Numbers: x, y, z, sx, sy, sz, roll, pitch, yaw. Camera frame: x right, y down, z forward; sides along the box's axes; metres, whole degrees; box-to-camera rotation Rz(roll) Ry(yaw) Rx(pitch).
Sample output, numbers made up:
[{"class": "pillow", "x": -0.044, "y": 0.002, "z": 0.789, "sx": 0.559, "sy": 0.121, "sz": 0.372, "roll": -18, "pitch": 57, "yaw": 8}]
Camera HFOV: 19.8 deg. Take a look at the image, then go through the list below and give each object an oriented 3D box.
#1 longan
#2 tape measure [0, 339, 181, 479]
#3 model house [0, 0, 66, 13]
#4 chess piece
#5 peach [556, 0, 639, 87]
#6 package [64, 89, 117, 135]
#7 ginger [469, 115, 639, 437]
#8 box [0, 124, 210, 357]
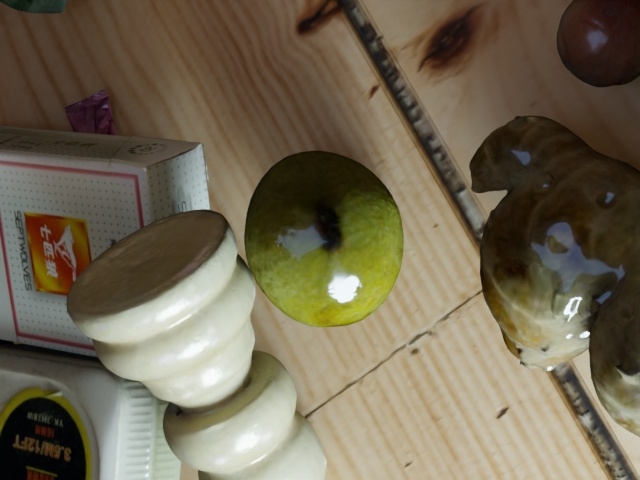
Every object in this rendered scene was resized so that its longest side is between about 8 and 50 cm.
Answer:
[{"class": "longan", "x": 0.000, "y": 0.000, "z": 1.643, "sx": 0.176, "sy": 0.145, "sz": 0.154, "roll": 163, "pitch": 122, "yaw": -76}, {"class": "tape measure", "x": -0.263, "y": 0.224, "z": 1.877, "sx": 0.271, "sy": 0.133, "sz": 0.231, "roll": 7, "pitch": 94, "yaw": 37}, {"class": "model house", "x": -0.293, "y": -0.324, "z": 1.826, "sx": 0.148, "sy": 0.119, "sz": 0.148, "roll": 42, "pitch": 111, "yaw": 24}, {"class": "chess piece", "x": -0.092, "y": 0.138, "z": 1.675, "sx": 0.167, "sy": 0.167, "sz": 0.299, "roll": -9, "pitch": 119, "yaw": 37}, {"class": "peach", "x": 0.231, "y": -0.165, "z": 1.475, "sx": 0.083, "sy": 0.083, "sz": 0.083, "roll": 6, "pitch": 101, "yaw": 36}, {"class": "package", "x": -0.229, "y": -0.105, "z": 1.858, "sx": 0.059, "sy": 0.029, "sz": 0.083, "roll": -18, "pitch": 85, "yaw": 31}, {"class": "ginger", "x": 0.245, "y": 0.056, "z": 1.446, "sx": 0.375, "sy": 0.176, "sz": 0.256, "roll": 47, "pitch": 137, "yaw": 21}, {"class": "box", "x": -0.256, "y": 0.001, "z": 1.837, "sx": 0.330, "sy": 0.095, "sz": 0.210, "roll": 7, "pitch": 112, "yaw": 37}]
